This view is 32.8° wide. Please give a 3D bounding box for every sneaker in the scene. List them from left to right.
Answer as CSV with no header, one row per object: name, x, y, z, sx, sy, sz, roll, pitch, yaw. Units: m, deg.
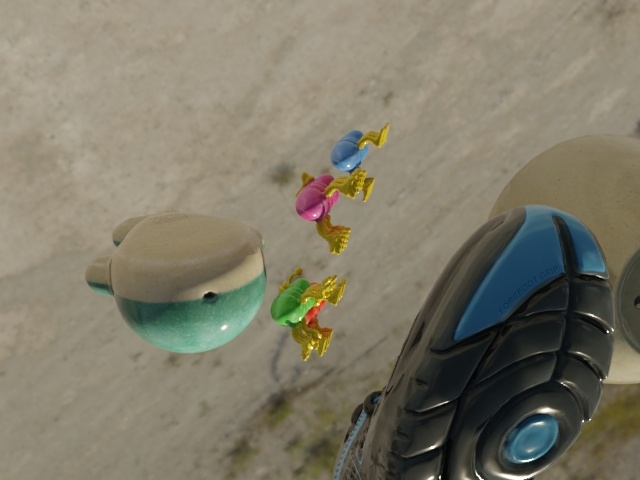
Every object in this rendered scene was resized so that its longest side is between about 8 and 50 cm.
sneaker,0.061,0.118,0.653,0.125,0.140,0.341,5,119,-24

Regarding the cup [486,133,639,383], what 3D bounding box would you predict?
cup,0.391,0.045,1.353,0.331,0.331,0.237,-37,-165,-1

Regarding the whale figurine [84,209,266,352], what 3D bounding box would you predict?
whale figurine,-0.167,0.042,1.281,0.216,0.272,0.141,-13,109,-20

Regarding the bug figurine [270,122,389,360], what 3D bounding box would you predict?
bug figurine,0.000,0.000,1.205,0.216,0.072,0.279,-48,154,-74
